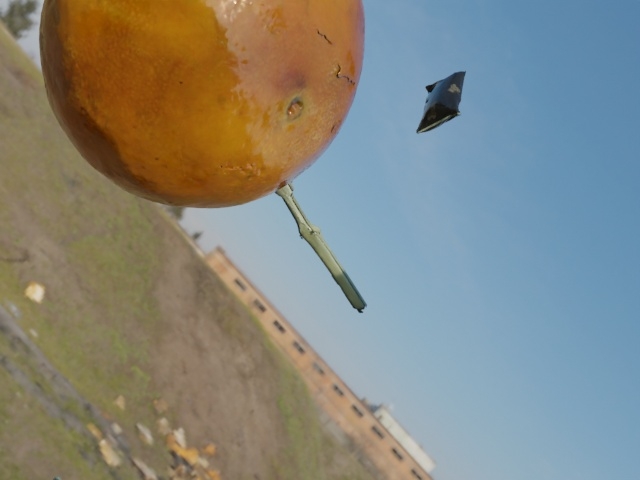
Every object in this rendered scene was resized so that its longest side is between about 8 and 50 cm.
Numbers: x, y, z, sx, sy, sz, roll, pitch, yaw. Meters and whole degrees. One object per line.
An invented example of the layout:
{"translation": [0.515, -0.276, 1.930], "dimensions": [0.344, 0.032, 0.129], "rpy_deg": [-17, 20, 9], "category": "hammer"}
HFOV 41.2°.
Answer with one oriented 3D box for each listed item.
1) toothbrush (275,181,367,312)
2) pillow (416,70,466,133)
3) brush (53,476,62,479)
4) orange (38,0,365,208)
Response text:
{"translation": [-0.001, 0.005, 1.060], "dimensions": [0.026, 0.028, 0.294], "rpy_deg": [-7, -44, 25], "category": "toothbrush"}
{"translation": [0.232, -0.264, 1.623], "dimensions": [0.048, 0.150, 0.090], "rpy_deg": [35, -48, -17], "category": "pillow"}
{"translation": [-0.330, 0.393, 1.015], "dimensions": [0.011, 0.205, 0.083], "rpy_deg": [19, -11, -33], "category": "brush"}
{"translation": [-0.094, -0.161, 0.727], "dimensions": [0.226, 0.284, 0.284], "rpy_deg": [33, -15, 36], "category": "orange"}
